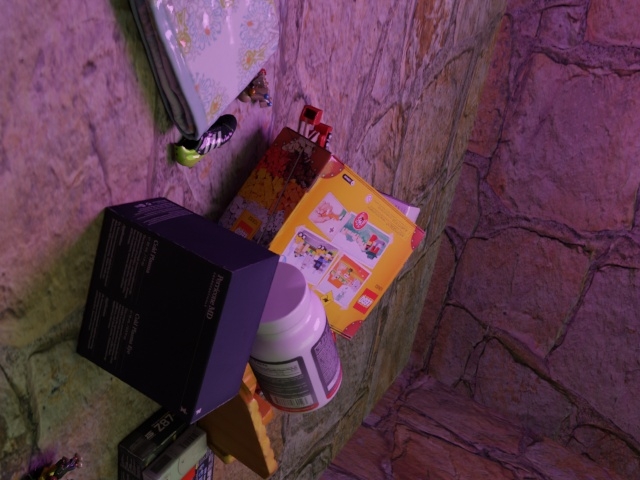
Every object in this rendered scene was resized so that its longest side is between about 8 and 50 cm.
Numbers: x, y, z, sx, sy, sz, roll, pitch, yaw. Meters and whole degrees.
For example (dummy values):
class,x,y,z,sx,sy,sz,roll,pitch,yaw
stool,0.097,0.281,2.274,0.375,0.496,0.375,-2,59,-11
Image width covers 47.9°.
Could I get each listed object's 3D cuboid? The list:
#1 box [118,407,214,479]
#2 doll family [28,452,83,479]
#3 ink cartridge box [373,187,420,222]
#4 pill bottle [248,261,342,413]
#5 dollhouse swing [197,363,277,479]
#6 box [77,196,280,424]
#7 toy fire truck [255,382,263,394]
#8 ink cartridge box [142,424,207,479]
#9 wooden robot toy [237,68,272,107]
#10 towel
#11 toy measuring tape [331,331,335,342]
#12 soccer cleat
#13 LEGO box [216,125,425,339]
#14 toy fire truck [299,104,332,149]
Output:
class,x,y,z,sx,sy,sz,roll,pitch,yaw
box,-0.418,0.627,2.015,0.318,0.097,0.395,-40,147,-49
doll family,-0.589,0.538,1.560,0.111,0.076,0.193,-37,148,-58
ink cartridge box,0.151,-0.067,2.328,0.114,0.272,0.198,3,111,-64
pill bottle,-0.077,0.228,1.678,0.210,0.210,0.363,-51,146,-30
dollhouse swing,-0.181,0.385,1.877,0.315,0.305,0.347,-41,125,-46
box,-0.294,0.133,1.470,0.179,0.312,0.343,-19,131,-60
toy fire truck,-0.137,0.421,2.377,0.254,0.169,0.302,-49,160,11
ink cartridge box,-0.379,0.629,1.915,0.189,0.066,0.232,-41,142,-43
wooden robot toy,-0.155,-0.341,1.630,0.173,0.079,0.076,-118,-161,-90
towel,-0.201,-0.421,1.388,0.320,0.090,0.374,-52,155,-27
toy measuring tape,-0.009,0.279,2.200,0.330,0.121,0.121,-28,142,-87
soccer cleat,-0.243,-0.227,1.544,0.179,0.060,0.072,-47,151,-31
LEGO box,0.000,0.000,1.883,0.372,0.193,0.500,-54,139,1
toy fire truck,-0.023,-0.278,2.004,0.135,0.047,0.192,-19,132,-60
